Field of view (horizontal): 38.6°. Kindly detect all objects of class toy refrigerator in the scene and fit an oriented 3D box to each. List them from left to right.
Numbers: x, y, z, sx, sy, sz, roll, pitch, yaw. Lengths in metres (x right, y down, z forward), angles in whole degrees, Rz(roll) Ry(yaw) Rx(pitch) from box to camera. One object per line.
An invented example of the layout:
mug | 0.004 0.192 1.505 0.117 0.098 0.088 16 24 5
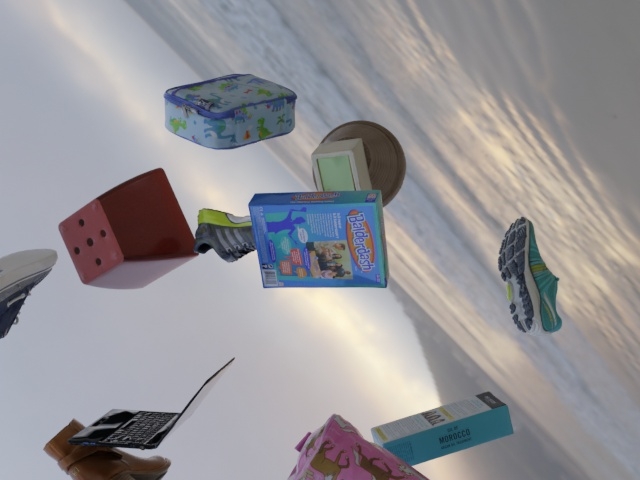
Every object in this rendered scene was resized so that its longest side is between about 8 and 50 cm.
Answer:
toy refrigerator | 0.062 -0.085 2.069 0.094 0.102 0.269 -56 -43 -61

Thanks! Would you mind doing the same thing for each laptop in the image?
laptop | -0.321 0.309 1.776 0.264 0.136 0.234 2 -176 8

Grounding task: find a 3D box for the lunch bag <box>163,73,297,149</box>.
lunch bag | -0.168 -0.241 1.673 0.219 0.090 0.176 -21 -144 -40

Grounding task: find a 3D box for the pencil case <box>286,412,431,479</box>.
pencil case | 0.131 0.432 1.477 0.386 0.160 0.167 32 140 1

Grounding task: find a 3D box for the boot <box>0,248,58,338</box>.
boot | -0.435 0.077 1.266 0.069 0.086 0.190 8 -157 27

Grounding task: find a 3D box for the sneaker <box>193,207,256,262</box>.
sneaker | -0.197 0.003 2.324 0.300 0.121 0.111 9 167 32

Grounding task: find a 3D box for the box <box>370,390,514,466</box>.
box | 0.224 0.354 1.697 0.100 0.244 0.060 -149 44 -79

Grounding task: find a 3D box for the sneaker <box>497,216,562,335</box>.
sneaker | 0.469 0.082 2.031 0.110 0.275 0.107 5 157 -24

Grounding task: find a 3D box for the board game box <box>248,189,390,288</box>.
board game box | 0.000 0.000 1.476 0.047 0.210 0.160 -67 -27 -58

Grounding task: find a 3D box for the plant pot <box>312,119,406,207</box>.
plant pot | 0.081 -0.184 2.227 0.237 0.237 0.110 46 -170 18

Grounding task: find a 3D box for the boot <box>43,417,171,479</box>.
boot | -0.436 0.451 1.872 0.220 0.109 0.283 38 -169 3

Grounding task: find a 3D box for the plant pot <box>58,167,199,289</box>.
plant pot | -0.536 -0.013 2.451 0.236 0.267 0.267 -17 -100 -56
